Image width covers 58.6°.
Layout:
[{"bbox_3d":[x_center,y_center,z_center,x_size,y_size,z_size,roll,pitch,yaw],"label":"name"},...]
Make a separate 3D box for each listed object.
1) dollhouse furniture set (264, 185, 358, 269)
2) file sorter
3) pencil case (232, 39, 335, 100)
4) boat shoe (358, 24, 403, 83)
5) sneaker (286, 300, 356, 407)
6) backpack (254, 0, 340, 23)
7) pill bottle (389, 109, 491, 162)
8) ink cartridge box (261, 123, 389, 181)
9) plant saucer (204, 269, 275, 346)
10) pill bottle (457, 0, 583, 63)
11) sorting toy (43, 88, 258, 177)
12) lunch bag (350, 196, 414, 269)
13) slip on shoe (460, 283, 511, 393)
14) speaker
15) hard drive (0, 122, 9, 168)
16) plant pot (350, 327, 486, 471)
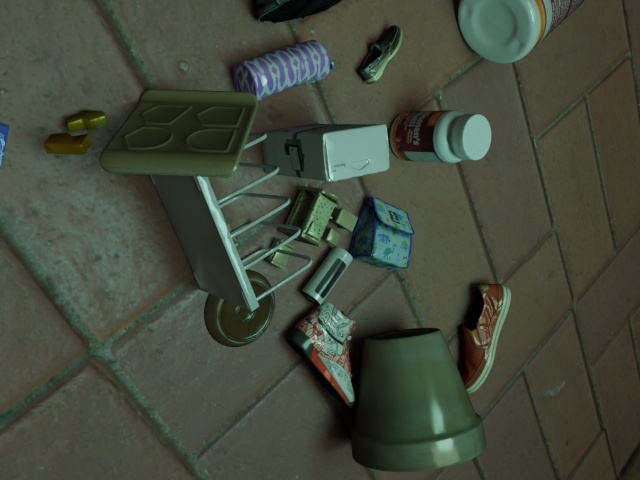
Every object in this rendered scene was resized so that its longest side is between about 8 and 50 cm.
[{"bbox_3d":[0.000,0.000,1.242,0.161,0.101,0.182,30,80,-37],"label":"dollhouse furniture set"},{"bbox_3d":[-0.161,-0.048,1.055,0.173,0.193,0.277,-34,117,-31],"label":"file sorter"},{"bbox_3d":[-0.075,-0.337,1.138,0.206,0.086,0.088,-26,141,-30],"label":"pencil case"},{"bbox_3d":[0.137,-0.430,1.296,0.049,0.056,0.152,35,77,-42],"label":"boat shoe"},{"bbox_3d":[0.044,0.265,1.334,0.145,0.090,0.270,-45,119,-20],"label":"sneaker"},{"bbox_3d":[-0.029,-0.498,1.071,0.166,0.188,0.144,-22,111,-32],"label":"backpack"},{"bbox_3d":[0.277,-0.243,1.334,0.121,0.221,0.121,-8,103,-37],"label":"pill bottle"},{"bbox_3d":[0.008,-0.181,1.138,0.160,0.219,0.092,-16,108,-35],"label":"ink cartridge box"},{"bbox_3d":[-0.160,0.145,1.193,0.168,0.029,0.168,-7,102,-37],"label":"plant saucer"},{"bbox_3d":[0.554,-0.649,1.470,0.392,0.224,0.224,-42,121,-23],"label":"pill bottle"},{"bbox_3d":[-0.268,-0.177,0.936,0.229,0.307,0.041,-84,176,-48],"label":"sorting toy"},{"bbox_3d":[0.154,-0.016,1.369,0.129,0.096,0.151,20,72,-36],"label":"lunch bag"},{"bbox_3d":[0.454,0.279,1.654,0.101,0.123,0.331,14,95,-6],"label":"slip on shoe"},{"bbox_3d":[0.016,0.079,1.300,0.136,0.055,0.055,-53,125,-18],"label":"speaker"},{"bbox_3d":[-0.625,-0.099,0.780,0.319,0.040,0.210,11,92,-39],"label":"hard drive"},{"bbox_3d":[0.216,0.364,1.376,0.323,0.323,0.280,-6,86,-37],"label":"plant pot"}]
